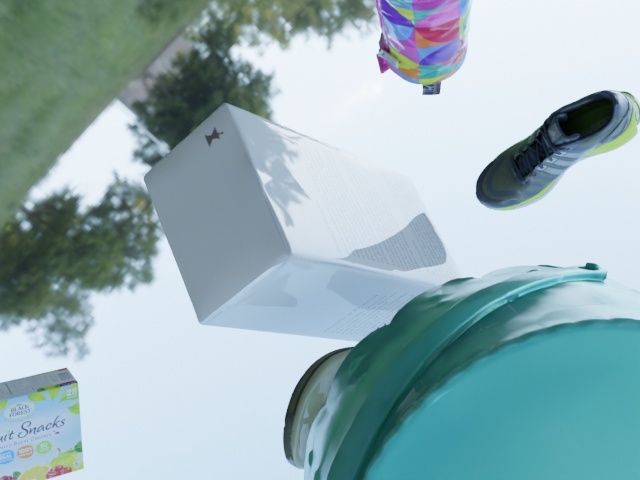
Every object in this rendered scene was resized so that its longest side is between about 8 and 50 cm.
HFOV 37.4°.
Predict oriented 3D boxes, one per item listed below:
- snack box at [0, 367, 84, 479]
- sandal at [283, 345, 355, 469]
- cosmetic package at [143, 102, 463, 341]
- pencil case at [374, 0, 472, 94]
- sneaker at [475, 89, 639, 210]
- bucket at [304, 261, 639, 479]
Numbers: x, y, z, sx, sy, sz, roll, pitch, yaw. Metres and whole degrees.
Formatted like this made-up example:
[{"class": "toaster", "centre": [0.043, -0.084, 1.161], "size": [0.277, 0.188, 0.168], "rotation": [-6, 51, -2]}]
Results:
[{"class": "snack box", "centre": [-0.508, 0.322, 1.573], "size": [0.207, 0.174, 0.070], "rotation": [-10, -157, -32]}, {"class": "sandal", "centre": [0.086, 0.175, 1.079], "size": [0.303, 0.120, 0.086], "rotation": [-15, -161, -33]}, {"class": "cosmetic package", "centre": [0.000, 0.000, 1.292], "size": [0.161, 0.453, 0.230], "rotation": [-37, -118, 24]}, {"class": "pencil case", "centre": [0.097, -0.226, 0.909], "size": [0.104, 0.104, 0.236], "rotation": [-50, 167, -6]}, {"class": "sneaker", "centre": [0.374, -0.156, 1.539], "size": [0.300, 0.121, 0.111], "rotation": [-36, -114, 18]}, {"class": "bucket", "centre": [0.119, 0.149, 0.467], "size": [0.281, 0.281, 0.183], "rotation": [-47, 180, -1]}]
